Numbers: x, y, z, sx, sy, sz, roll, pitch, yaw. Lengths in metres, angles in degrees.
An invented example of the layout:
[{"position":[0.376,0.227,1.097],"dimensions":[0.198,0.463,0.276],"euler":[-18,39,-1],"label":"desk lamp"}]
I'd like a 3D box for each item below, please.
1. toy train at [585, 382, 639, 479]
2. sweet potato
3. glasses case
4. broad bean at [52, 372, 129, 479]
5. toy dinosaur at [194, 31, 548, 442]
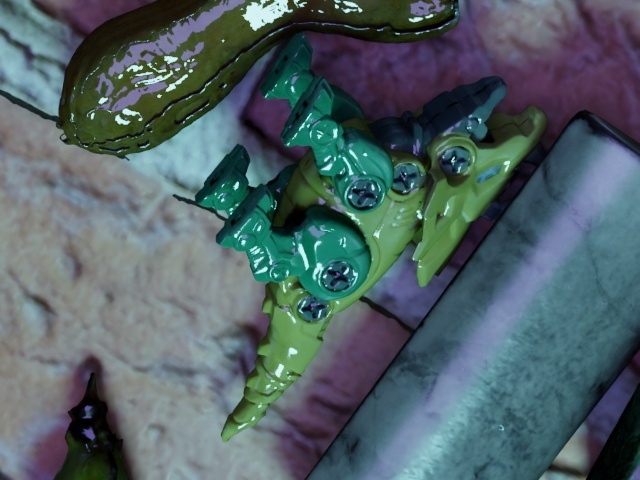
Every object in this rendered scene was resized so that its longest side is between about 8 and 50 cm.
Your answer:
[{"position":[0.266,0.078,1.006],"dimensions":[0.178,0.138,0.330],"euler":[28,100,8],"label":"toy train"},{"position":[-0.042,-0.114,1.059],"dimensions":[0.233,0.062,0.081],"euler":[-21,110,7],"label":"sweet potato"},{"position":[0.095,0.077,1.054],"dimensions":[0.114,0.060,0.299],"euler":[32,102,-23],"label":"glasses case"},{"position":[-0.137,0.247,1.121],"dimensions":[0.077,0.061,0.339],"euler":[-3,98,-3],"label":"broad bean"},{"position":[0.000,0.000,1.047],"dimensions":[0.153,0.094,0.259],"euler":[34,105,-27],"label":"toy dinosaur"}]
